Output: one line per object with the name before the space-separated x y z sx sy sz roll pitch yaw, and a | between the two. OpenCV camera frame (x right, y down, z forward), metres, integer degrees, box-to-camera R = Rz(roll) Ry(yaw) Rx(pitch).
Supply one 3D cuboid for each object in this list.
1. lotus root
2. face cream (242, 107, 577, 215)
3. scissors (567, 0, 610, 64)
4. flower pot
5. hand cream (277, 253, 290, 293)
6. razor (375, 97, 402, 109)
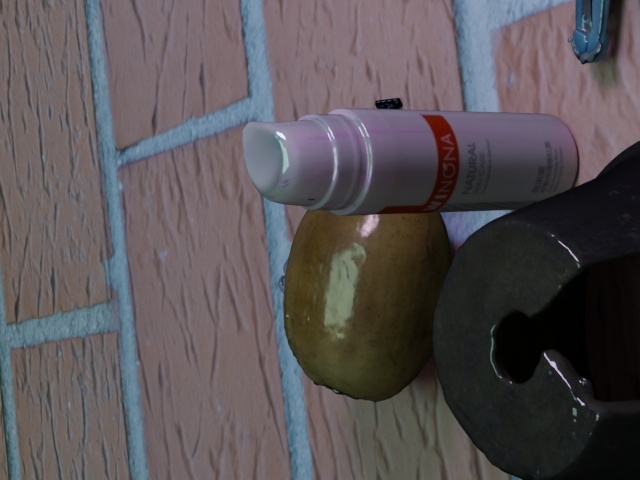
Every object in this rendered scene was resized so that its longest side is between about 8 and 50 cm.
lotus root | 0.054 0.017 1.825 0.183 0.183 0.310 19 102 52
face cream | 0.087 -0.075 1.610 0.102 0.345 0.102 6 98 54
scissors | 0.273 -0.362 1.605 0.180 0.032 0.393 12 100 53
flower pot | 0.252 0.089 1.479 0.379 0.251 0.379 9 101 54
hand cream | 0.000 0.000 1.994 0.170 0.043 0.065 -57 45 36
razor | 0.069 -0.081 1.906 0.044 0.028 0.154 1 92 54
